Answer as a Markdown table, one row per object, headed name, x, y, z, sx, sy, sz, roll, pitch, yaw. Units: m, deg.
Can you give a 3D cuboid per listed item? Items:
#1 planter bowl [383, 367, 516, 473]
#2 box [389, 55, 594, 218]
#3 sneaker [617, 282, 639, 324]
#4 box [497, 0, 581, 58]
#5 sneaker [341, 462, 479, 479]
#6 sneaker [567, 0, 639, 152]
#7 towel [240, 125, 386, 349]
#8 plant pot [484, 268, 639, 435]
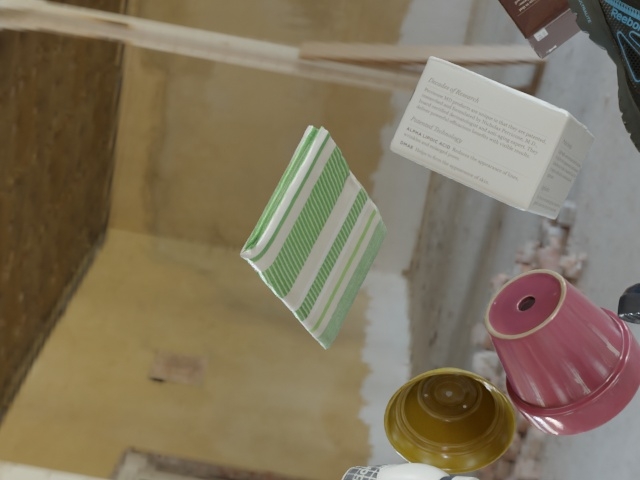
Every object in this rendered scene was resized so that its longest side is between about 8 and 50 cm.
| name | x | y | z | sx | sy | sz | roll | pitch | yaw |
| --- | --- | --- | --- | --- | --- | --- | --- | --- | --- |
| planter bowl | 0.216 | 0.281 | 1.791 | 0.090 | 0.217 | 0.217 | -80 | 1 | -60 |
| box | 0.206 | -0.117 | 1.255 | 0.119 | 0.182 | 0.181 | -66 | -22 | 7 |
| sneaker | 0.474 | 0.009 | 1.181 | 0.112 | 0.319 | 0.131 | 17 | -119 | -48 |
| box | 0.420 | -0.490 | 2.034 | 0.203 | 0.167 | 0.168 | 58 | -165 | 14 |
| sneaker | 0.087 | 0.228 | 0.857 | 0.235 | 0.095 | 0.090 | 63 | -140 | -57 |
| sneaker | 0.420 | -0.203 | 1.251 | 0.125 | 0.340 | 0.140 | -31 | 1 | -35 |
| towel | 0.000 | 0.000 | 1.674 | 0.247 | 0.038 | 0.325 | -63 | -31 | -17 |
| plant pot | 0.332 | 0.146 | 1.519 | 0.180 | 0.201 | 0.201 | 49 | -149 | -29 |
